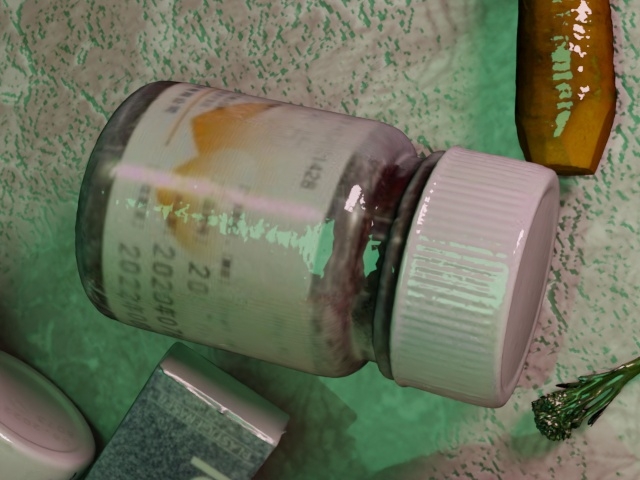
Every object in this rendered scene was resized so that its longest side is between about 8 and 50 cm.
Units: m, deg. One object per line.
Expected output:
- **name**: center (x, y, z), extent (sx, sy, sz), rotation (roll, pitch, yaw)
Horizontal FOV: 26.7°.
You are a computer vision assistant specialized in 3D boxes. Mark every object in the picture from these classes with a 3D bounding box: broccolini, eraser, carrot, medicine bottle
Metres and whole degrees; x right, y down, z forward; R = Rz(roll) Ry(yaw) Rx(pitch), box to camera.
- **broccolini**: center (0.198, 0.087, 0.852), extent (0.140, 0.030, 0.035), rotation (-28, 88, 10)
- **eraser**: center (-0.113, 0.171, 0.896), extent (0.092, 0.046, 0.212), rotation (34, 116, -2)
- **carrot**: center (0.156, -0.199, 0.858), extent (0.066, 0.066, 0.314), rotation (-1, 85, 17)
- **medicine bottle**: center (0.000, 0.000, 0.843), extent (0.273, 0.165, 0.165), rotation (12, 92, 17)
- **medicine bottle**: center (-0.309, 0.238, 0.950), extent (0.130, 0.130, 0.341), rotation (42, 101, 14)
